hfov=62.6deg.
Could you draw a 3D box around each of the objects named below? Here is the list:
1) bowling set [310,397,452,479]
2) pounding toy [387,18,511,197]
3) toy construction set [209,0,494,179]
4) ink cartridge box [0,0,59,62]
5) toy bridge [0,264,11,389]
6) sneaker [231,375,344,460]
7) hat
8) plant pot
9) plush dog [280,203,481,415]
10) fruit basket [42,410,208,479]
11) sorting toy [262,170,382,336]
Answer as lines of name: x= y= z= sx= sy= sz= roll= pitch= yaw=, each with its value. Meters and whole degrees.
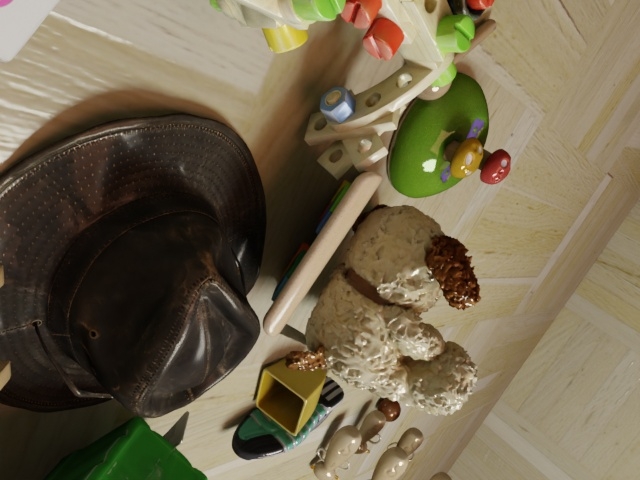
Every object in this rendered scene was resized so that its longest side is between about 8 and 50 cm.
bowling set: x=0.142 y=0.468 z=1.164 sx=0.154 sy=0.286 sz=0.200 roll=-61 pitch=180 yaw=26
pounding toy: x=0.191 y=-0.139 z=0.693 sx=0.182 sy=0.110 sz=0.237 roll=-33 pitch=143 yaw=-27
toy construction set: x=0.028 y=-0.179 z=0.417 sx=0.215 sy=0.151 sz=0.328 roll=-60 pitch=152 yaw=-9
ink cartridge box: x=-0.130 y=-0.263 z=0.143 sx=0.330 sy=0.071 sz=0.324 roll=-50 pitch=162 yaw=3
toy bridge: x=-0.251 y=0.024 z=0.356 sx=0.063 sy=0.026 sz=0.188 roll=8 pitch=111 yaw=-6
sneaker: x=-0.052 y=0.309 z=0.857 sx=0.223 sy=0.083 sz=0.098 roll=-16 pitch=138 yaw=-43
hat: x=-0.138 y=0.063 z=0.469 sx=0.331 sy=0.134 sz=0.332 roll=-30 pitch=142 yaw=-28
plant pot: x=-0.037 y=0.223 z=0.797 sx=0.083 sy=0.081 sz=0.082 roll=-30 pitch=143 yaw=-49
plush dog: x=0.074 y=0.063 z=0.654 sx=0.210 sy=0.262 sz=0.226 roll=12 pitch=106 yaw=-38
fruit basket: x=-0.263 y=0.359 z=0.491 sx=0.353 sy=0.165 sz=0.327 roll=-53 pitch=-176 yaw=5
sorting toy: x=0.000 y=0.000 z=0.600 sx=0.193 sy=0.038 sz=0.208 roll=-57 pitch=179 yaw=7
